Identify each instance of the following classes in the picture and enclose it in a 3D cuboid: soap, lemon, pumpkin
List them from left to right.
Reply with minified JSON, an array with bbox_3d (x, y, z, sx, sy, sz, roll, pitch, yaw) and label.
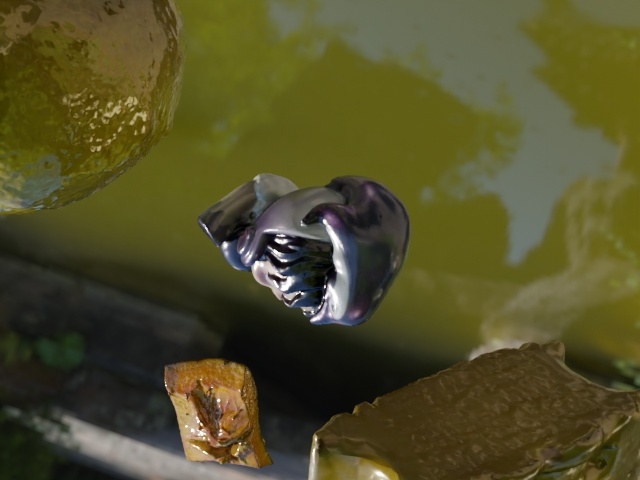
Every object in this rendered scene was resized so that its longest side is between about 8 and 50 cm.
[{"bbox_3d":[-0.246,-0.149,1.455,0.260,0.284,0.260,17,144,12],"label":"lemon"},{"bbox_3d":[-0.077,0.131,1.245,0.073,0.035,0.101,6,126,33],"label":"pumpkin"},{"bbox_3d":[0.126,0.275,1.455,0.293,0.335,0.156,-22,-143,-38],"label":"soap"}]

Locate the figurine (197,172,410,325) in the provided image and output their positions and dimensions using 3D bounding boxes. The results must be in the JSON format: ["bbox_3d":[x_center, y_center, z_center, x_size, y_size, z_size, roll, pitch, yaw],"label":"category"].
[{"bbox_3d":[0.000,0.000,1.646,0.145,0.145,0.222,33,175,-41],"label":"figurine"}]
